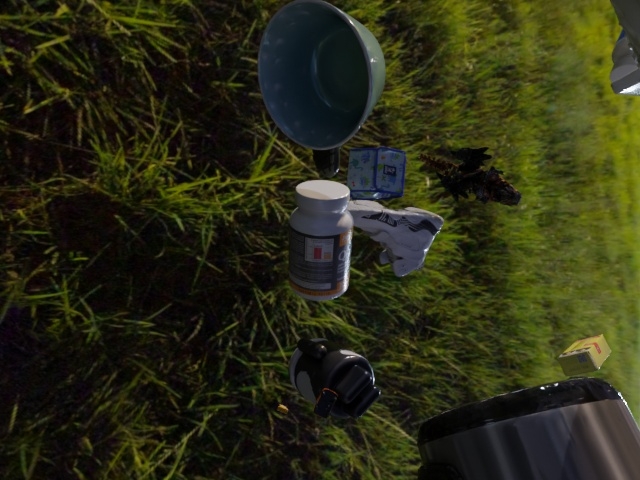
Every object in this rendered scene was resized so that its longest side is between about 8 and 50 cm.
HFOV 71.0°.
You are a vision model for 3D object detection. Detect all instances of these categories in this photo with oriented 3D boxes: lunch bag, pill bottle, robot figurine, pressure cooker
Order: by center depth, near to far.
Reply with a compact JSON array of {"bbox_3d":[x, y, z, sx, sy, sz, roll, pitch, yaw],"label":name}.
[{"bbox_3d":[0.380,0.467,0.713,0.370,0.376,0.420,23,45,-46],"label":"pressure cooker"},{"bbox_3d":[0.797,-0.488,1.094,0.124,0.124,0.221,37,76,-48],"label":"pill bottle"},{"bbox_3d":[0.000,0.000,1.135,0.162,0.162,0.278,-35,136,-49],"label":"pill bottle"},{"bbox_3d":[0.151,-0.178,1.204,0.096,0.152,0.128,37,58,-71],"label":"lunch bag"},{"bbox_3d":[0.028,0.368,1.204,0.174,0.278,0.208,4,94,-35],"label":"robot figurine"}]

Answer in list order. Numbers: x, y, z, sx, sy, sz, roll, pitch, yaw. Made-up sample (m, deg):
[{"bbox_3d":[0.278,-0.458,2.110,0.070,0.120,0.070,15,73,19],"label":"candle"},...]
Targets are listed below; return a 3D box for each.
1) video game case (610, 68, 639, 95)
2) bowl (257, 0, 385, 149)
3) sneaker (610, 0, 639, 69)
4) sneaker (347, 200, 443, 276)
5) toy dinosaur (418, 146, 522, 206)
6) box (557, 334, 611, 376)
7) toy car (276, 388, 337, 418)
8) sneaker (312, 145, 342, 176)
[{"bbox_3d":[0.648,-0.316,0.758,0.207,0.227,0.026,-13,80,-39],"label":"video game case"},{"bbox_3d":[0.022,-0.379,1.023,0.163,0.312,0.311,-35,118,-44],"label":"bowl"},{"bbox_3d":[0.366,-0.212,0.470,0.235,0.090,0.095,62,-6,16],"label":"sneaker"},{"bbox_3d":[0.206,-0.003,1.405,0.366,0.137,0.210,5,107,-23],"label":"sneaker"},{"bbox_3d":[0.453,-0.188,1.388,0.218,0.322,0.164,5,92,-64],"label":"toy dinosaur"},{"bbox_3d":[0.769,0.331,1.300,0.232,0.087,0.058,-3,69,-48],"label":"box"},{"bbox_3d":[-0.029,0.335,0.941,0.040,0.122,0.060,137,-38,-79],"label":"toy car"},{"bbox_3d":[0.040,-0.313,1.314,0.106,0.101,0.267,7,76,-41],"label":"sneaker"}]
